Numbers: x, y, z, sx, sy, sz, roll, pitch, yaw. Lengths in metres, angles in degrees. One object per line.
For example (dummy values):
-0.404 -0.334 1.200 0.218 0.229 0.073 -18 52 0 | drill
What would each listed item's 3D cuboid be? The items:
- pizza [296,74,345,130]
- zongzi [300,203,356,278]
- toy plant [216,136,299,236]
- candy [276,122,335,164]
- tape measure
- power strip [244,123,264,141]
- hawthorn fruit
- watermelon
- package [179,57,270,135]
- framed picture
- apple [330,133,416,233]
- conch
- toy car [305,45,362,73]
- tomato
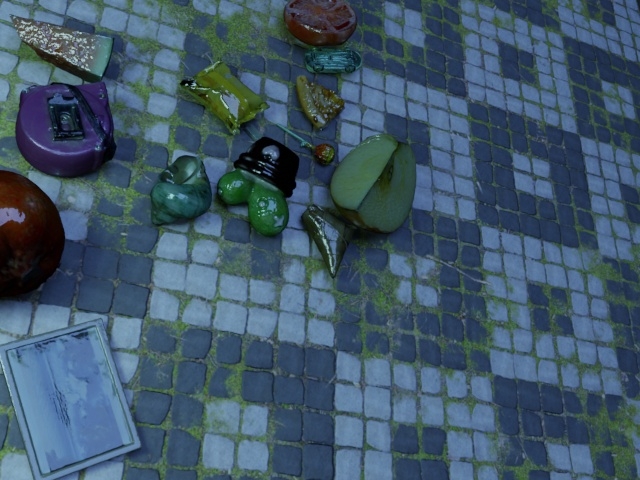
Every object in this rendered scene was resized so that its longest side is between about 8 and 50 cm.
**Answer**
0.009 -0.420 2.185 0.161 0.062 0.182 2 63 -31 | pizza
0.000 0.000 1.965 0.160 0.078 0.176 29 60 -5 | zongzi
-0.155 -0.146 1.915 0.218 0.175 0.235 30 84 -2 | toy plant
-0.044 -0.294 2.109 0.201 0.060 0.060 31 56 1 | candy
-0.627 -0.284 1.748 0.232 0.149 0.245 -9 70 -31 | tape measure
-0.186 -0.303 2.055 0.083 0.017 0.027 47 56 2 | power strip
-0.706 -0.020 1.509 0.311 0.295 0.295 40 55 0 | hawthorn fruit
-0.677 -0.510 1.844 0.257 0.193 0.139 16 91 -23 | watermelon
-0.268 -0.410 2.024 0.226 0.090 0.168 43 58 2 | package
-0.547 0.343 1.554 0.232 0.024 0.314 -15 72 -30 | framed picture
0.156 -0.154 2.054 0.254 0.179 0.346 28 55 3 | apple
-0.359 -0.122 1.821 0.176 0.122 0.188 36 51 19 | conch
0.041 -0.569 2.274 0.186 0.058 0.093 -2 65 -13 | toy car
-0.004 -0.690 2.267 0.237 0.095 0.236 7 47 -7 | tomato
